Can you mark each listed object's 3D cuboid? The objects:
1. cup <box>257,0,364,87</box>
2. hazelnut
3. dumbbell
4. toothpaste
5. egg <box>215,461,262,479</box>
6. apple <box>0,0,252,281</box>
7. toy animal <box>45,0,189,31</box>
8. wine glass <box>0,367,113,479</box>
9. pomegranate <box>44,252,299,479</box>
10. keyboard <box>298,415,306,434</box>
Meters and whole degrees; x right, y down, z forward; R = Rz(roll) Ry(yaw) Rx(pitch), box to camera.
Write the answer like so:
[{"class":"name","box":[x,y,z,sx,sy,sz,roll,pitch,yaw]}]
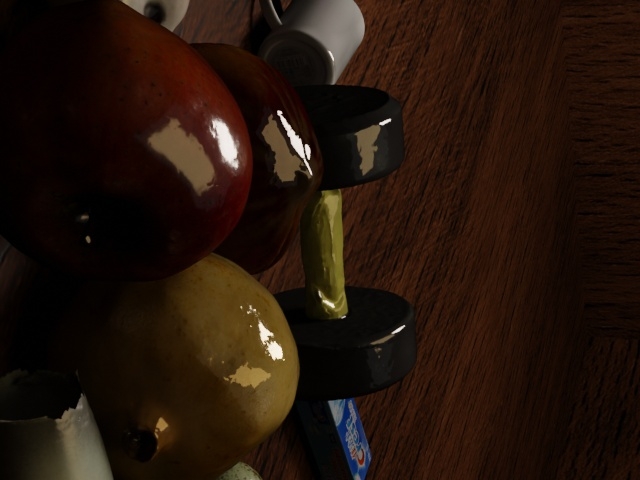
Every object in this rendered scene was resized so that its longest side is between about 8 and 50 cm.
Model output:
[{"class":"cup","box":[-0.027,-0.241,2.046,0.099,0.136,0.133,-58,-177,37]},{"class":"hazelnut","box":[-0.098,-0.080,1.614,0.229,0.229,0.229,3,90,-73]},{"class":"dumbbell","box":[0.000,0.000,1.950,0.204,0.203,0.322,-48,137,-64]},{"class":"toothpaste","box":[0.013,0.226,2.230,0.272,0.053,0.066,74,28,-47]},{"class":"egg","box":[-0.103,0.290,1.859,0.110,0.085,0.085,-63,154,-21]},{"class":"apple","box":[-0.171,-0.080,1.377,0.234,0.234,0.234,3,90,-73]},{"class":"toy animal","box":[-0.141,-0.332,1.512,0.258,0.194,0.357,83,25,-59]},{"class":"wine glass","box":[-0.223,0.211,1.412,0.111,0.111,0.204,-55,144,-60]},{"class":"pomegranate","box":[-0.135,0.112,1.522,0.233,0.233,0.233,3,90,-73]},{"class":"keyboard","box":[-0.003,0.162,2.280,0.074,0.015,0.196,57,39,-56]}]
